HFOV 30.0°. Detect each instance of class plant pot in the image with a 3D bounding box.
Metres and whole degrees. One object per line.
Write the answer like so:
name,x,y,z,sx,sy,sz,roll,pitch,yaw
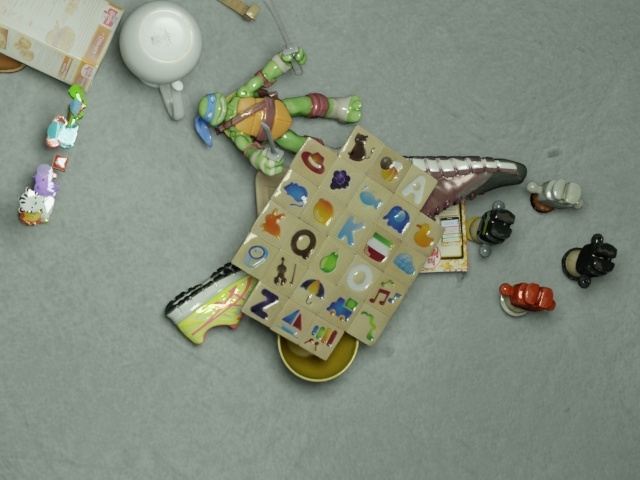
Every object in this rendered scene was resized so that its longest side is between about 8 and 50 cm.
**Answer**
plant pot,-0.014,0.162,1.964,0.134,0.095,0.134,1,87,-14

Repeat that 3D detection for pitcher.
pitcher,-0.243,-0.279,1.863,0.125,0.207,0.177,-26,96,-13

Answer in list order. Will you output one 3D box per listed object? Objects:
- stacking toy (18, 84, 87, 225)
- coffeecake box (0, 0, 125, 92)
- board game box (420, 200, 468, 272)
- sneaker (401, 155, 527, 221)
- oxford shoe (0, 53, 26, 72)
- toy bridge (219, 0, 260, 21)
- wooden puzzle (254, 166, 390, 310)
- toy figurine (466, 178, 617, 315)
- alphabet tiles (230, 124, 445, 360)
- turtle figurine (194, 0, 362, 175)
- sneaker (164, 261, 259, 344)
stacking toy,-0.412,-0.130,1.835,0.052,0.167,0.221,19,85,-13
coffeecake box,-0.418,-0.336,1.859,0.185,0.068,0.142,25,50,-12
board game box,0.175,-0.040,2.043,0.147,0.045,0.193,-2,88,-14
sneaker,0.202,-0.059,1.984,0.281,0.106,0.162,0,93,-4
oxford shoe,-0.555,-0.320,1.853,0.212,0.076,0.076,22,81,-14
toy bridge,-0.178,-0.423,1.956,0.188,0.063,0.026,39,80,-12
wooden puzzle,0.000,0.000,1.960,0.221,0.044,0.238,7,61,-21
toy figurine,0.376,0.009,2.049,0.213,0.148,0.209,-30,90,-11
alphabet tiles,0.032,0.006,1.880,0.285,0.011,0.342,32,90,-22
turtle figurine,-0.040,-0.199,1.897,0.266,0.274,0.197,10,50,-35
sneaker,-0.146,0.094,1.949,0.208,0.081,0.094,-31,104,-7
